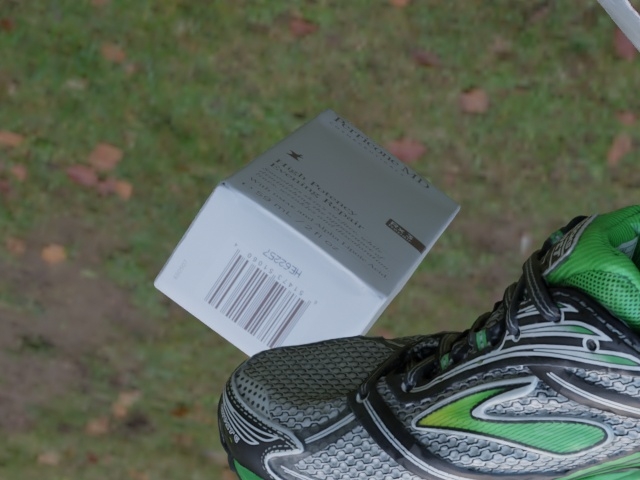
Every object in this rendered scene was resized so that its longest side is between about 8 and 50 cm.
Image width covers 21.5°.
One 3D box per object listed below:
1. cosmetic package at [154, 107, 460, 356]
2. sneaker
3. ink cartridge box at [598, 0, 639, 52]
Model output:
[{"bbox_3d":[0.000,0.000,1.030,0.117,0.231,0.085,36,112,2],"label":"cosmetic package"},{"bbox_3d":[0.102,0.049,0.704,0.344,0.134,0.146,-9,119,30],"label":"sneaker"},{"bbox_3d":[0.271,-0.061,0.651,0.308,0.091,0.385,40,175,-38],"label":"ink cartridge box"}]
